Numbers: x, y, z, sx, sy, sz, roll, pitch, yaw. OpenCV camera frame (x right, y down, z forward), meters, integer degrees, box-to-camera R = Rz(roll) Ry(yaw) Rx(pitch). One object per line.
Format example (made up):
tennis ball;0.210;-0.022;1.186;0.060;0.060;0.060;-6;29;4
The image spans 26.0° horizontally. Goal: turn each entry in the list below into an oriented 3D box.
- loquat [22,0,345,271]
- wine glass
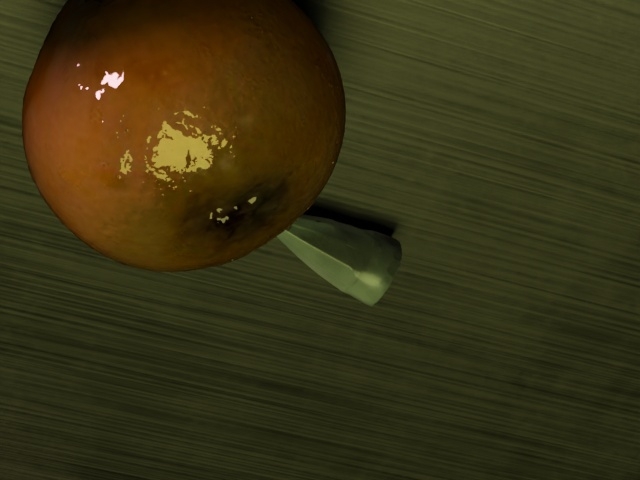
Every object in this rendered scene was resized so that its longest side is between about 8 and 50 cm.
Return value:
loquat;-0.110;-0.098;1.125;0.263;0.263;0.263;0;135;0
wine glass;0.000;0.000;1.352;0.155;0.073;0.073;28;129;-22
